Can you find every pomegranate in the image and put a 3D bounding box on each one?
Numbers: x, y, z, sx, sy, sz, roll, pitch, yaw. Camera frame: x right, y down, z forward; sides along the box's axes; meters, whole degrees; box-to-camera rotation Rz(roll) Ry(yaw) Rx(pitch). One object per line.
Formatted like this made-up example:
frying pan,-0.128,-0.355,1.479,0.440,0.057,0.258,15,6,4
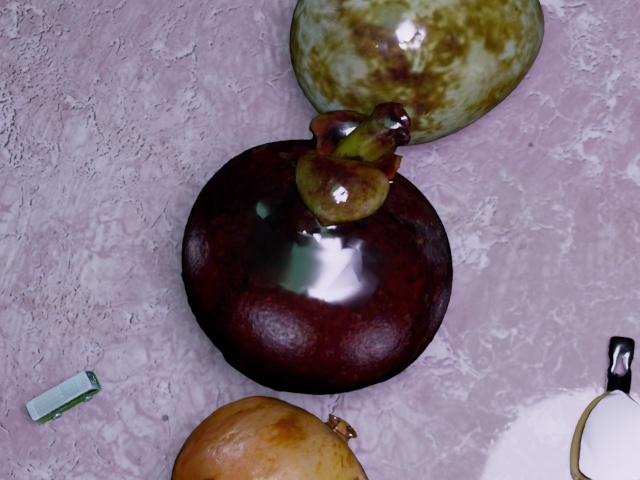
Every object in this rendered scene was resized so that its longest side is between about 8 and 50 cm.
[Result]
pomegranate,-0.047,0.259,1.248,0.215,0.215,0.215,-3,75,9

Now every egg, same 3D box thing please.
egg,0.108,-0.230,1.339,0.289,0.238,0.238,-16,73,-7

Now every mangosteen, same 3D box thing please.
mangosteen,-0.005,0.017,1.264,0.297,0.293,0.297,-1,64,2

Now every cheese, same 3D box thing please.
cheese,0.319,0.183,1.294,0.086,0.036,0.162,5,76,14

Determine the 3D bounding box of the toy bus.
toy bus,-0.301,0.183,1.404,0.083,0.037,0.031,-30,73,1
